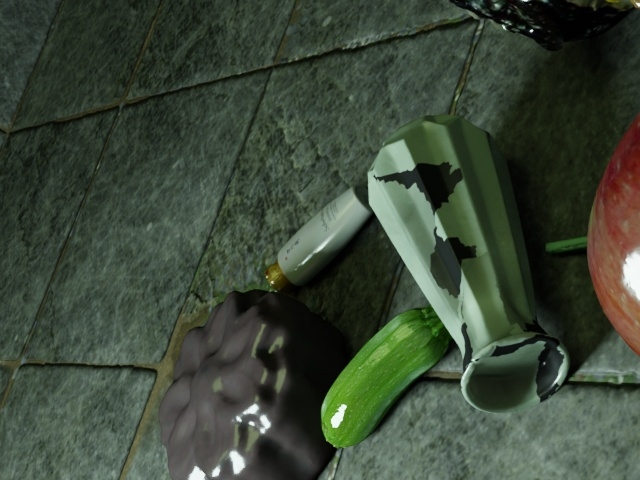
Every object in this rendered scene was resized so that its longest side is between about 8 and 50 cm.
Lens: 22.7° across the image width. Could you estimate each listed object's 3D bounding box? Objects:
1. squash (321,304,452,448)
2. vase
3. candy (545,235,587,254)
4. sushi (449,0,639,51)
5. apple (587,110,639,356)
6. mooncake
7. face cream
[{"bbox_3d":[0.073,0.152,1.829,0.219,0.077,0.068,-47,-7,21],"label":"squash"},{"bbox_3d":[0.161,0.019,1.740,0.165,0.165,0.360,-45,38,25],"label":"vase"},{"bbox_3d":[0.324,-0.008,1.596,0.323,0.097,0.097,-15,53,61],"label":"candy"},{"bbox_3d":[0.286,-0.401,1.726,0.285,0.328,0.328,-13,50,59],"label":"sushi"},{"bbox_3d":[0.382,-0.025,1.284,0.269,0.344,0.345,41,103,21],"label":"apple"},{"bbox_3d":[-0.092,0.199,1.978,0.283,0.141,0.283,-38,38,38],"label":"mooncake"},{"bbox_3d":[0.000,0.000,2.085,0.182,0.051,0.072,-44,38,29],"label":"face cream"}]
